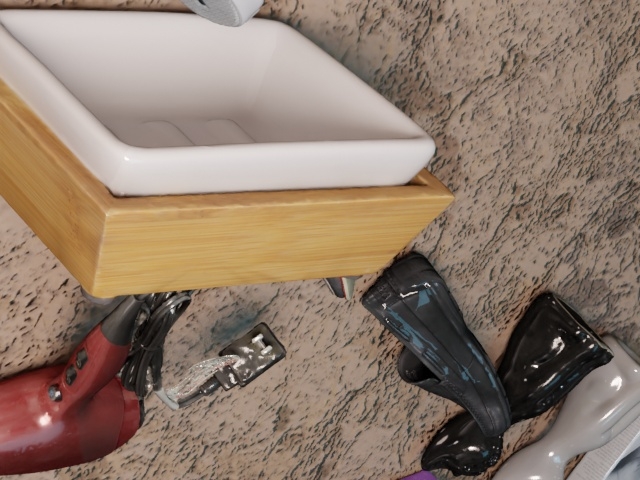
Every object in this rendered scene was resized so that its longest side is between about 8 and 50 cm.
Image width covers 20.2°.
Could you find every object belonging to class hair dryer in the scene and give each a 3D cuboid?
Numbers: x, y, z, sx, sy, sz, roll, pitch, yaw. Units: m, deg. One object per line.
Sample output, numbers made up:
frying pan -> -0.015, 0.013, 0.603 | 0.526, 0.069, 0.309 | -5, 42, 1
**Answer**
hair dryer -> -0.180, 0.094, 1.332 | 0.293, 0.080, 0.223 | -30, 152, 1

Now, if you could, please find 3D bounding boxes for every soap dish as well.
soap dish -> -0.087, -0.061, 1.225 | 0.291, 0.229, 0.118 | -3, 124, -40

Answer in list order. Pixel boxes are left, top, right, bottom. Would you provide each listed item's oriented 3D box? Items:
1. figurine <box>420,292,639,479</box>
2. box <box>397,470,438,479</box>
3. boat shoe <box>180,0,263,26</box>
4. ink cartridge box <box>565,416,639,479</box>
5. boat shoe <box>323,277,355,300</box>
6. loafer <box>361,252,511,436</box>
figurine -> 0.220, 0.176, 1.790 | 0.209, 0.092, 0.215 | -48, 140, 10
box -> 0.021, 0.382, 1.773 | 0.201, 0.057, 0.293 | -15, 128, -33
boat shoe -> -0.101, -0.264, 1.177 | 0.094, 0.109, 0.302 | -58, 149, -18
ink cartridge box -> 0.362, 0.266, 1.999 | 0.224, 0.045, 0.223 | -51, 139, 2
boat shoe -> 0.000, 0.000, 1.489 | 0.043, 0.049, 0.137 | -5, 139, 13
loafer -> 0.107, 0.105, 1.630 | 0.078, 0.076, 0.223 | -33, 127, 0
